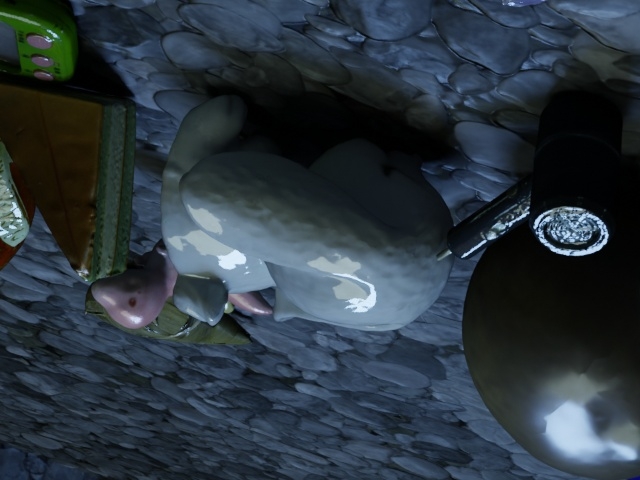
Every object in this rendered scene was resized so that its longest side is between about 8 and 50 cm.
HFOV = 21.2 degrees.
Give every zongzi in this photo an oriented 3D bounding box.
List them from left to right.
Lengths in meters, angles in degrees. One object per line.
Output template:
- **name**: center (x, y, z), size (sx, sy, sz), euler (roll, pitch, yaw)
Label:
- **zongzi**: center (-0.199, 0.096, 2.215), size (0.160, 0.078, 0.176), euler (7, 166, 43)

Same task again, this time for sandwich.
- **sandwich**: center (-0.263, -0.062, 1.667), size (0.144, 0.187, 0.117), euler (6, -174, 15)

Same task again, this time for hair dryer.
- **hair dryer**: center (0.167, -0.024, 1.454), size (0.071, 0.124, 0.219), euler (31, 141, -22)

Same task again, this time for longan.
- **longan**: center (0.252, 0.087, 1.552), size (0.258, 0.258, 0.258), euler (16, 159, 6)

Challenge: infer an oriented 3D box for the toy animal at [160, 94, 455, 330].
- **toy animal**: center (0.000, 0.000, 1.618), size (0.265, 0.206, 0.271), euler (12, 157, 25)

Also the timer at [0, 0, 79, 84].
- **timer**: center (-0.286, -0.195, 1.576), size (0.128, 0.047, 0.140), euler (16, 159, 0)

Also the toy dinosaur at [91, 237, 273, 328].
- **toy dinosaur**: center (-0.129, 0.027, 1.826), size (0.194, 0.177, 0.152), euler (29, 158, -31)

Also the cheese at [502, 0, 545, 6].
- **cheese**: center (0.104, -0.218, 1.203), size (0.191, 0.042, 0.105), euler (31, 157, -33)

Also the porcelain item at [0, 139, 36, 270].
- **porcelain item**: center (-0.404, -0.066, 1.729), size (0.253, 0.253, 0.253), euler (16, 159, 6)

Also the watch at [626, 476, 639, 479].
- **watch**: center (0.471, 0.315, 2.028), size (0.171, 0.196, 0.200), euler (-3, -169, -38)
